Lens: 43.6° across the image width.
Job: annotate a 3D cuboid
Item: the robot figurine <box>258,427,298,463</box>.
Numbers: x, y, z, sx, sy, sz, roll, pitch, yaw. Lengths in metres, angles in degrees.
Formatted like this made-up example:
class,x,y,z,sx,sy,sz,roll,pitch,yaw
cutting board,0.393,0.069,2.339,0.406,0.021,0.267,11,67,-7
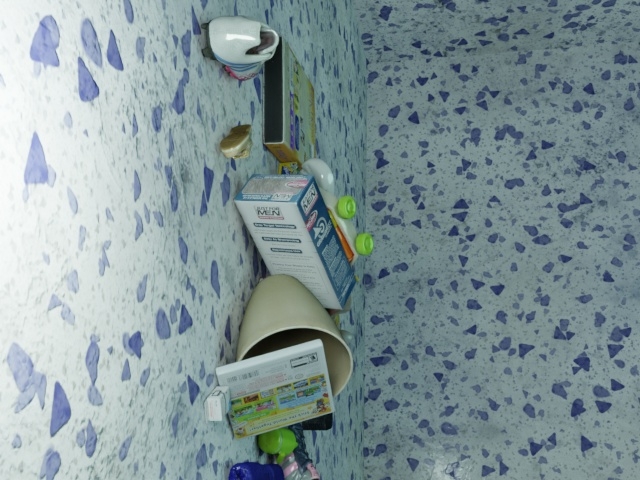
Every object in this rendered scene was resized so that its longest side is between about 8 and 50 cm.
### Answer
class,x,y,z,sx,sy,sz,roll,pitch,yaw
robot figurine,-0.106,0.487,1.945,0.115,0.067,0.101,29,27,-51

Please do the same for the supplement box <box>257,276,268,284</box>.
class,x,y,z,sx,sy,sz,roll,pitch,yaw
supplement box,-0.131,0.138,1.998,0.055,0.043,0.083,-78,161,-54

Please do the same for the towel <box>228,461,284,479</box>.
class,x,y,z,sx,sy,sz,roll,pitch,yaw
towel,-0.143,0.613,1.780,0.308,0.076,0.227,56,26,-70

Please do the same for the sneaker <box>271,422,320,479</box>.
class,x,y,z,sx,sy,sz,roll,pitch,yaw
sneaker,-0.054,0.559,2.025,0.112,0.131,0.319,19,65,-52

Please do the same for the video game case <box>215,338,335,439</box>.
class,x,y,z,sx,sy,sz,roll,pitch,yaw
video game case,-0.091,0.319,1.699,0.026,0.227,0.206,-116,-167,-54

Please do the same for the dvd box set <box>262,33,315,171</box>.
class,x,y,z,sx,sy,sz,roll,pitch,yaw
dvd box set,-0.085,-0.368,2.306,0.420,0.062,0.307,37,51,-76

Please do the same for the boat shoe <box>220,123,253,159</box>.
class,x,y,z,sx,sy,sz,roll,pitch,yaw
boat shoe,-0.177,-0.209,1.767,0.170,0.063,0.059,-71,151,-65

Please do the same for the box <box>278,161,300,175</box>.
class,x,y,z,sx,sy,sz,roll,pitch,yaw
box,-0.078,-0.155,2.313,0.169,0.054,0.059,69,21,-58

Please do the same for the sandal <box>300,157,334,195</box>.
class,x,y,z,sx,sy,sz,roll,pitch,yaw
sandal,0.009,-0.068,2.283,0.169,0.102,0.416,52,-27,29

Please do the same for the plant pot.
class,x,y,z,sx,sy,sz,roll,pitch,yaw
plant pot,-0.079,0.208,1.818,0.274,0.256,0.256,-108,-173,-55

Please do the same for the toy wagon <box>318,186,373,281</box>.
class,x,y,z,sx,sy,sz,roll,pitch,yaw
toy wagon,0.000,0.000,2.004,0.068,0.267,0.344,-57,132,-37

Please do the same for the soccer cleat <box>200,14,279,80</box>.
class,x,y,z,sx,sy,sz,roll,pitch,yaw
soccer cleat,-0.148,-0.416,1.748,0.331,0.143,0.116,-30,117,-78

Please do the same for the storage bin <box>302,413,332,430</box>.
class,x,y,z,sx,sy,sz,roll,pitch,yaw
storage bin,-0.013,0.487,2.447,0.122,0.084,0.180,39,48,-76

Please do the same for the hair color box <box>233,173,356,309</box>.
class,x,y,z,sx,sy,sz,roll,pitch,yaw
hair color box,-0.052,0.005,1.901,0.105,0.174,0.347,-61,141,-38

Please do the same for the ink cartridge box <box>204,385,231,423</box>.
class,x,y,z,sx,sy,sz,roll,pitch,yaw
ink cartridge box,-0.205,0.329,1.597,0.083,0.028,0.048,-49,135,-74

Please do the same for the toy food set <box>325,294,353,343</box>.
class,x,y,z,sx,sy,sz,roll,pitch,yaw
toy food set,0.058,0.199,2.390,0.306,0.092,0.219,98,-9,-51
